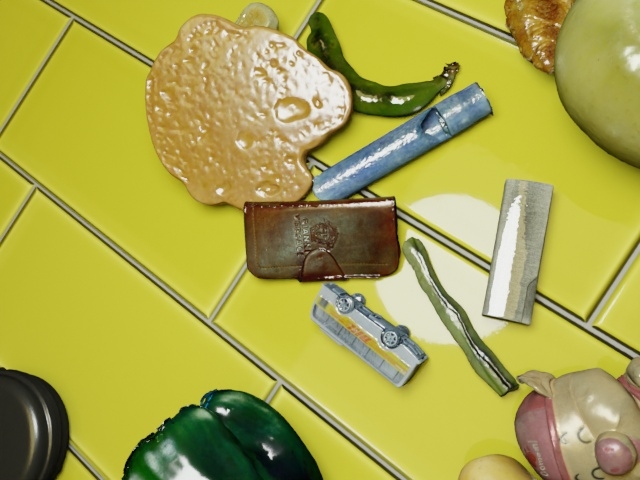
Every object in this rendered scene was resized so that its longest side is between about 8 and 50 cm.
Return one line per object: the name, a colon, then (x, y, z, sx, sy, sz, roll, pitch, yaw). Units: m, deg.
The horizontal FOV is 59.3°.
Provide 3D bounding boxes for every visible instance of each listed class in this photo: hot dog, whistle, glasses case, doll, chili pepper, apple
hot dog: (-0.160, -0.314, 1.017, 0.084, 0.073, 0.243, 44, 97, 24)
whistle: (0.124, -0.148, 0.899, 0.304, 0.062, 0.062, -29, 72, 10)
glasses case: (0.287, 0.016, 0.821, 0.070, 0.047, 0.205, 10, 82, 18)
doll: (0.376, 0.235, 0.695, 0.255, 0.152, 0.196, -23, 60, 17)
chili pepper: (-0.137, 0.356, 0.801, 0.256, 0.248, 0.234, 34, 114, 20)
apple: (0.437, -0.205, 0.703, 0.295, 0.257, 0.234, 36, 93, 24)

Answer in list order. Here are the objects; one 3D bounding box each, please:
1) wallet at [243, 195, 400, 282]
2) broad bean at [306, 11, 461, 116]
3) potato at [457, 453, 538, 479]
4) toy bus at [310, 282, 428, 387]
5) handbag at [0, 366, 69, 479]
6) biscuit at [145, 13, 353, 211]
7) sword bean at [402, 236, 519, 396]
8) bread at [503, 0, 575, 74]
wallet: (0.000, 0.000, 0.901, 0.255, 0.031, 0.137, -2, 100, 16)
broad bean: (0.077, -0.286, 0.951, 0.291, 0.049, 0.144, 27, 82, 19)
potato: (0.267, 0.371, 0.693, 0.233, 0.150, 0.146, 36, 64, 28)
toy bus: (0.071, 0.140, 0.861, 0.190, 0.064, 0.075, 34, 103, 21)
handbag: (-0.585, 0.381, 1.010, 0.253, 0.093, 0.308, 35, 92, 22)
biscuit: (-0.126, -0.203, 0.946, 0.350, 0.057, 0.313, 12, 103, 7)
sword bean: (0.199, 0.109, 0.836, 0.043, 0.038, 0.269, -30, 71, -2)
bread: (0.335, -0.348, 0.861, 0.104, 0.076, 0.233, 1, 73, 6)
